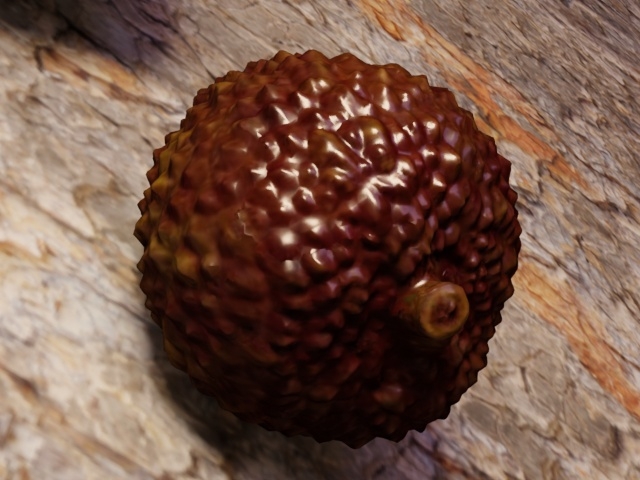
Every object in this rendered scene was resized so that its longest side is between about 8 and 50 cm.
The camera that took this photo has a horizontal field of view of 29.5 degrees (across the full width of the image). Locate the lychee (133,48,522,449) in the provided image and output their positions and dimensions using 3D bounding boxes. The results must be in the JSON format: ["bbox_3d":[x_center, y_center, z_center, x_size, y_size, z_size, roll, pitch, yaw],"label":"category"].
[{"bbox_3d":[0.000,0.000,0.727,0.236,0.235,0.271,27,8,-29],"label":"lychee"}]
